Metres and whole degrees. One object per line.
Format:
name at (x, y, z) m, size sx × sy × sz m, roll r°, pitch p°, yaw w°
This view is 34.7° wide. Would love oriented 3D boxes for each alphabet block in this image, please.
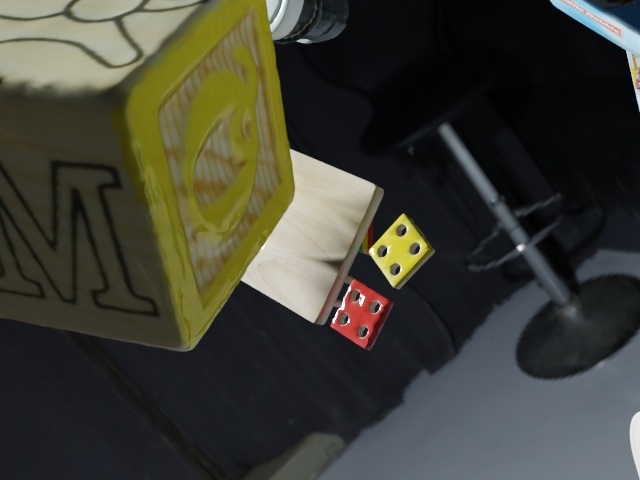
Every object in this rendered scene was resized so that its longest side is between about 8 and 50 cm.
alphabet block at (-0.149, -0.066, 0.685) m, size 0.197 × 0.193 × 0.192 m, roll 8°, pitch 41°, yaw 21°

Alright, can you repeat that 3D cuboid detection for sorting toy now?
sorting toy at (0.000, 0.000, 0.940) m, size 0.274 × 0.046 × 0.132 m, roll 26°, pitch 93°, yaw 44°

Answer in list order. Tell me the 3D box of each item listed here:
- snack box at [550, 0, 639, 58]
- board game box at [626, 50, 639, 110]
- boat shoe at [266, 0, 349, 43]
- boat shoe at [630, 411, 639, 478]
snack box at (0.275, -0.209, 0.486) m, size 0.322 × 0.187 × 0.060 m, roll -57°, pitch -12°, yaw 9°
board game box at (0.324, -0.181, 0.991) m, size 0.026 × 0.154 × 0.103 m, roll -13°, pitch 0°, yaw 34°
boat shoe at (-0.089, -0.276, 0.986) m, size 0.302 × 0.091 × 0.114 m, roll 51°, pitch 123°, yaw 32°
boat shoe at (0.330, 0.246, 0.888) m, size 0.065 × 0.206 × 0.075 m, roll -6°, pitch -20°, yaw -13°
